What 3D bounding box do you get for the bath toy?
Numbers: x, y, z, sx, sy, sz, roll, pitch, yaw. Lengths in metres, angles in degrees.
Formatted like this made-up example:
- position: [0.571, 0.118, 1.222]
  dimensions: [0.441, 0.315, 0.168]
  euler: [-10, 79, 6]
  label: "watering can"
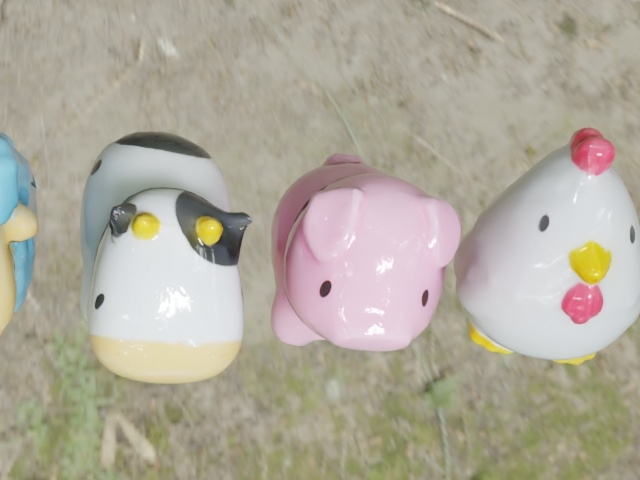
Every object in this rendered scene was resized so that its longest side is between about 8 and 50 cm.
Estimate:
- position: [0.000, 0.000, 0.878]
  dimensions: [0.348, 0.151, 0.129]
  euler: [2, 136, -14]
  label: "bath toy"
